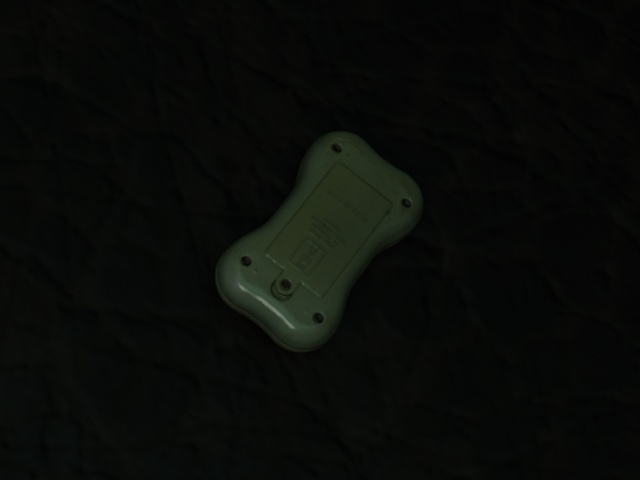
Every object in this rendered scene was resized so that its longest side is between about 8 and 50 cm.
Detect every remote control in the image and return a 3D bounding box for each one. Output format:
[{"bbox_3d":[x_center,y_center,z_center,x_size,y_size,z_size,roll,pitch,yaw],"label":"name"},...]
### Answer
[{"bbox_3d":[0.000,0.000,0.902,0.074,0.032,0.122,39,67,1],"label":"remote control"}]
